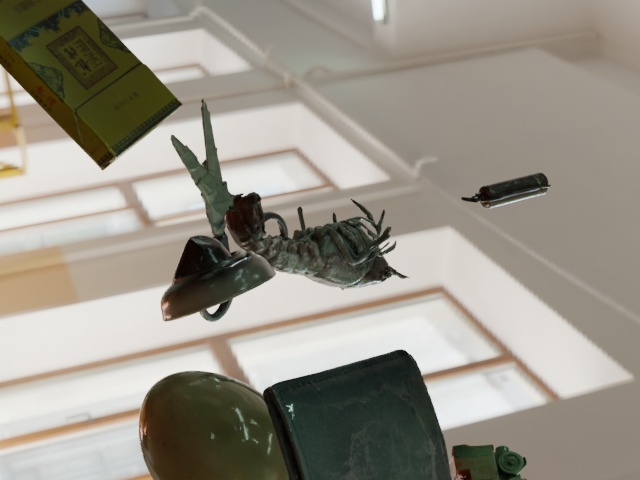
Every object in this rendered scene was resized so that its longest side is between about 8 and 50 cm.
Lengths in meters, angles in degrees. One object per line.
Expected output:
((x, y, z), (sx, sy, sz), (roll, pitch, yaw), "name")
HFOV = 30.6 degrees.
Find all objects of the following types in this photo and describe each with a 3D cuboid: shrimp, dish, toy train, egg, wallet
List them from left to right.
((-0.129, 0.030, 1.338), (0.078, 0.141, 0.141), (68, -16, -5), "dish")
((-0.140, 0.277, 1.567), (0.254, 0.189, 0.188), (36, -38, 29), "egg")
((0.002, 0.004, 2.012), (0.221, 0.411, 0.166), (-5, -94, 44), "shrimp")
((0.062, 0.269, 1.230), (0.054, 0.251, 0.290), (-20, -97, 33), "wallet")
((0.263, 0.395, 1.785), (0.074, 0.118, 0.175), (86, 0, -47), "toy train")

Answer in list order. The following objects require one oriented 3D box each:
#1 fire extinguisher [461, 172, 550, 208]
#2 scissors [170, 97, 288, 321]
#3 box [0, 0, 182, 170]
((0.333, -0.086, 2.082), (0.064, 0.158, 0.043), (20, -59, 59), "fire extinguisher")
((-0.172, -0.065, 2.040), (0.029, 0.256, 0.383), (15, -44, 36), "scissors")
((-0.309, -0.225, 1.404), (0.279, 0.153, 0.041), (46, -51, -5), "box")
